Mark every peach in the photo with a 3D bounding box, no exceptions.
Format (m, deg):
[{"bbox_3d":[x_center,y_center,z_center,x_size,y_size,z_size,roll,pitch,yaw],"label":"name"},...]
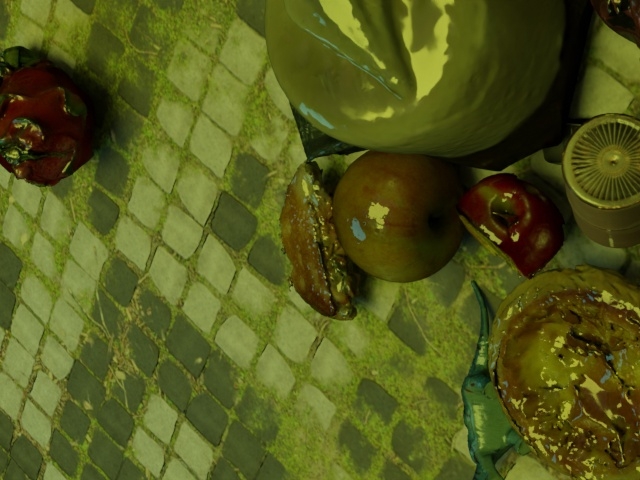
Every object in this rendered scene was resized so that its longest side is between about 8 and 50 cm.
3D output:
[{"bbox_3d":[0.229,-0.023,1.673,0.127,0.172,0.092,44,94,8],"label":"peach"}]

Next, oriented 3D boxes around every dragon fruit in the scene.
[{"bbox_3d":[-0.455,-0.197,2.179,0.269,0.200,0.198,48,120,20],"label":"dragon fruit"}]

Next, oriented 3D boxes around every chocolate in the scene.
[{"bbox_3d":[0.106,-0.232,1.547,0.326,0.297,0.314,18,107,20],"label":"chocolate"}]

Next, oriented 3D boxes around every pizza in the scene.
[{"bbox_3d":[0.000,0.000,1.939,0.147,0.069,0.226,-6,98,65],"label":"pizza"}]

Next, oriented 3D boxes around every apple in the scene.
[{"bbox_3d":[0.094,-0.036,1.761,0.155,0.182,0.182,19,117,41],"label":"apple"}]

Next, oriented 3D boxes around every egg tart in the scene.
[{"bbox_3d":[0.332,0.155,1.658,0.290,0.115,0.290,18,119,36],"label":"egg tart"}]

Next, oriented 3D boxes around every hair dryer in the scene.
[{"bbox_3d":[0.430,-0.055,1.471,0.344,0.189,0.106,2,76,15],"label":"hair dryer"}]

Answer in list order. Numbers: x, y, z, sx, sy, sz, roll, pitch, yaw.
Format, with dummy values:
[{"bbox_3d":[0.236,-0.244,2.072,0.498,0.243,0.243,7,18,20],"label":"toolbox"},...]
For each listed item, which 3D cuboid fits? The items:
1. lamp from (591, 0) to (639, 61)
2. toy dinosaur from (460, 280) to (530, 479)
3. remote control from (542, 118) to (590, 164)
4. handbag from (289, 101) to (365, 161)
[{"bbox_3d":[0.344,-0.254,1.461,0.151,0.223,0.215,7,143,47],"label":"lamp"},{"bbox_3d":[0.221,0.227,1.808,0.144,0.076,0.329,-136,40,-65],"label":"toy dinosaur"},{"bbox_3d":[0.346,-0.110,1.609,0.212,0.028,0.059,7,106,40],"label":"remote control"},{"bbox_3d":[0.049,-0.206,1.811,0.270,0.089,0.175,-19,85,44],"label":"handbag"}]
